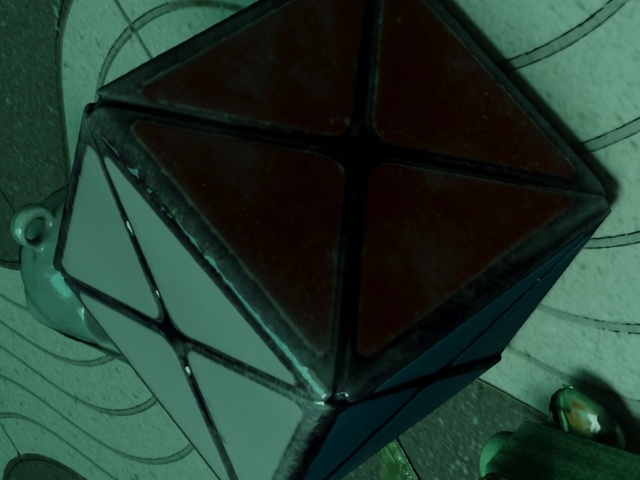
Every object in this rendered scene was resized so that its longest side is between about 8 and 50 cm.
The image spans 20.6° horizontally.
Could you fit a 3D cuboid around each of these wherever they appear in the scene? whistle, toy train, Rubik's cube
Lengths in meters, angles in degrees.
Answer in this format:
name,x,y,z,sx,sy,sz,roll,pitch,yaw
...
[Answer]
name,x,y,z,sx,sy,sz,roll,pitch,yaw
whistle,-0.182,0.030,1.652,0.163,0.163,0.289,27,178,43
toy train,0.231,0.205,1.196,0.285,0.116,0.177,11,141,53
Rubik's cube,0.000,0.000,1.183,0.255,0.259,0.260,51,156,13

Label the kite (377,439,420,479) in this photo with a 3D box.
name,x,y,z,sx,sy,sz,roll,pitch,yaw
kite,0.080,0.295,1.617,0.267,0.013,0.323,40,148,27
